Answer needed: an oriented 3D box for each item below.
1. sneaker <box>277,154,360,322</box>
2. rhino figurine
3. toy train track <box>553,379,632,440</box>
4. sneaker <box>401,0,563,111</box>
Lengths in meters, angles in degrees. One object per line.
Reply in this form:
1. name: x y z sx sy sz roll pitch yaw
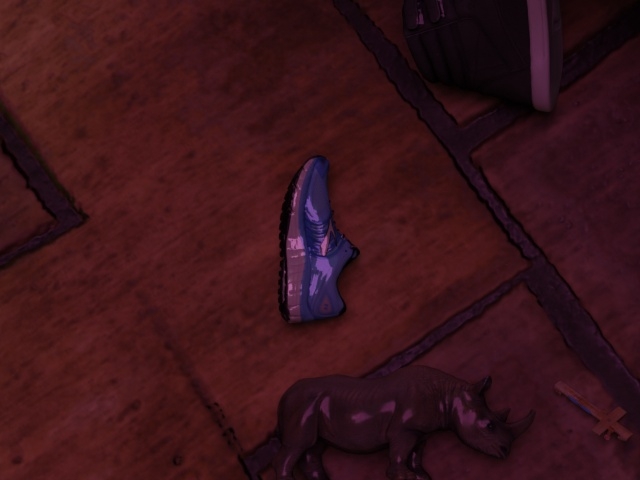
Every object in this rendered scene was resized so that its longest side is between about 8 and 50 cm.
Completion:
1. sneaker: 0.000 0.000 1.772 0.073 0.063 0.162 4 80 -10
2. rhino figurine: 0.074 0.167 1.703 0.243 0.073 0.106 -6 78 4
3. toy train track: 0.247 0.158 1.712 0.083 0.014 0.048 37 42 23
4. sneaker: 0.141 -0.247 1.715 0.147 0.295 0.104 5 41 16
